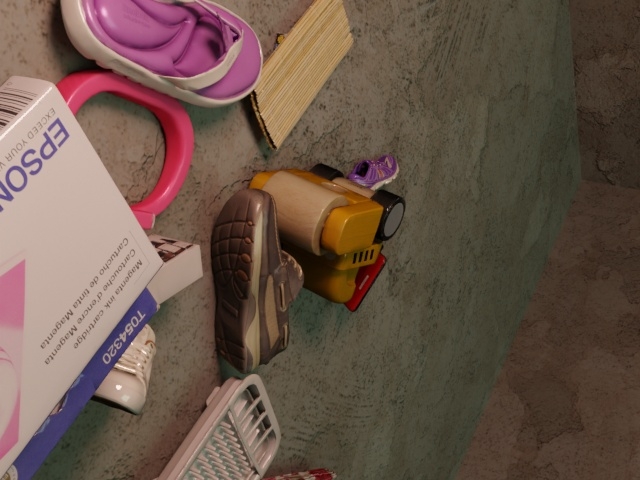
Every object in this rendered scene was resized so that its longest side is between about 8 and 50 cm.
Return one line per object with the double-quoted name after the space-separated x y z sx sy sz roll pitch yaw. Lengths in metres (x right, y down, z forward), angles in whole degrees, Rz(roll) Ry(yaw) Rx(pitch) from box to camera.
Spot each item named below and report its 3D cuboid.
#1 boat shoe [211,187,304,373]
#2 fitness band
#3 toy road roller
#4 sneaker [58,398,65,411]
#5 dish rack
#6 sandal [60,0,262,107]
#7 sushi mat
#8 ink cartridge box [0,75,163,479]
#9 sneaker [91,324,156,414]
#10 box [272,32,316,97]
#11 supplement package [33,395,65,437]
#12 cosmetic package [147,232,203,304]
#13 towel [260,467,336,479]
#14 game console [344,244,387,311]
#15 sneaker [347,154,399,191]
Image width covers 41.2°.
-0.107 0.064 1.495 0.130 0.132 0.355 -16 127 -35 "boat shoe"
-0.282 -0.126 1.207 0.291 0.054 0.209 14 90 -62 "fitness band"
0.000 0.000 1.615 0.329 0.203 0.240 -10 121 -61 "toy road roller"
-0.382 0.145 1.115 0.282 0.102 0.161 -65 155 1 "sneaker"
-0.201 0.420 1.547 0.332 0.072 0.285 -56 151 -32 "dish rack"
-0.184 -0.283 1.212 0.416 0.102 0.169 -9 89 -59 "sandal"
-0.029 -0.320 1.543 0.316 0.019 0.151 -58 147 -30 "sushi mat"
-0.275 0.085 0.752 0.324 0.071 0.330 -58 143 -30 "ink cartridge box"
-0.281 0.164 1.172 0.123 0.106 0.290 -69 -166 -9 "sneaker"
-0.043 -0.320 1.567 0.137 0.027 0.093 4 100 -61 "box"
-0.417 0.115 0.856 0.199 0.263 0.198 46 62 -56 "supplement package"
-0.285 0.065 1.238 0.239 0.099 0.060 -36 129 -50 "cosmetic package"
-0.089 0.604 1.822 0.237 0.037 0.329 -62 153 4 "towel"
0.106 0.083 1.906 0.085 0.124 0.144 22 105 -36 "game console"
0.117 -0.154 1.883 0.170 0.068 0.071 -41 130 -46 "sneaker"
